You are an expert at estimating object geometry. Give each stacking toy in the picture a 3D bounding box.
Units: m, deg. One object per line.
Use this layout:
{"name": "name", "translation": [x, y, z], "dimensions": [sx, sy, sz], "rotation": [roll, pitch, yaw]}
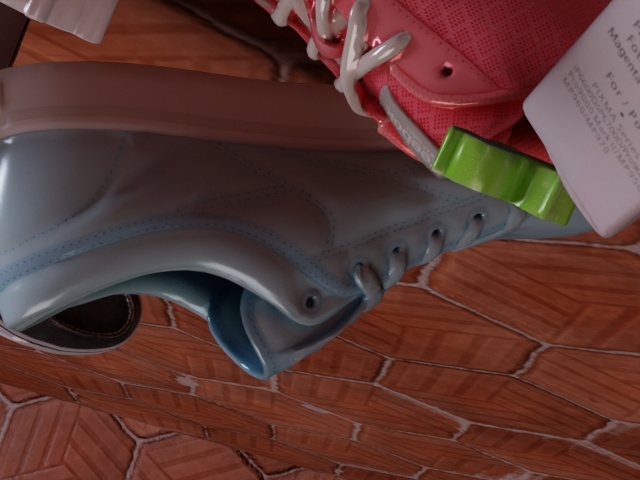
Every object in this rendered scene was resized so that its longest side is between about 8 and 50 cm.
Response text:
{"name": "stacking toy", "translation": [0.023, -0.113, 0.381], "dimensions": [0.221, 0.167, 0.052], "rotation": [22, -168, -17]}

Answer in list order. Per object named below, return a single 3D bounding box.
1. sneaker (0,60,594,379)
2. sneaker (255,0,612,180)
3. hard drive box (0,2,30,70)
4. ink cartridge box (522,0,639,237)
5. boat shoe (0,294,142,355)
{"name": "sneaker", "translation": [0.000, 0.000, 0.676], "dimensions": [0.366, 0.150, 0.135], "rotation": [2, 171, -16]}
{"name": "sneaker", "translation": [0.034, -0.097, 0.474], "dimensions": [0.314, 0.136, 0.116], "rotation": [15, 162, 3]}
{"name": "hard drive box", "translation": [-0.279, -0.154, 0.657], "dimensions": [0.232, 0.089, 0.181], "rotation": [24, 161, -26]}
{"name": "ink cartridge box", "translation": [0.167, -0.095, 0.307], "dimensions": [0.066, 0.189, 0.232], "rotation": [59, 164, 4]}
{"name": "boat shoe", "translation": [-0.266, 0.016, 1.116], "dimensions": [0.119, 0.121, 0.335], "rotation": [5, 158, 43]}
